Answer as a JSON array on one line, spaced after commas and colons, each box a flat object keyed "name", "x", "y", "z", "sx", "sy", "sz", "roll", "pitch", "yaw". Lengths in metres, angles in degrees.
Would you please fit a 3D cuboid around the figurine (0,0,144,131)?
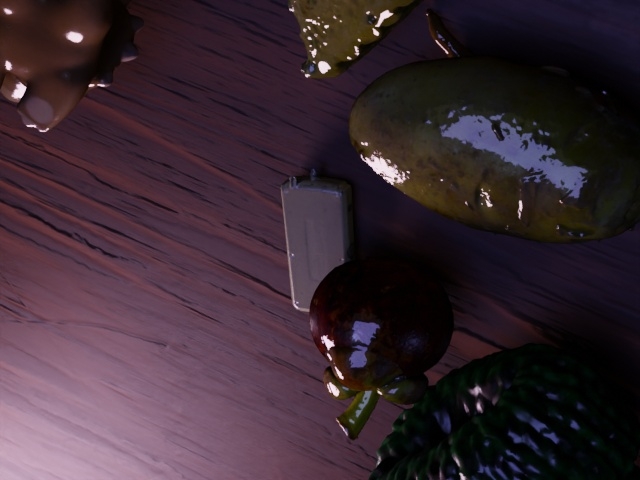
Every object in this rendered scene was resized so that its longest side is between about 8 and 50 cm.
[{"name": "figurine", "x": -0.269, "y": -0.240, "z": 1.402, "sx": 0.177, "sy": 0.173, "sz": 0.247, "roll": 17, "pitch": 135, "yaw": 6}]

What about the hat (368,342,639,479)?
[{"name": "hat", "x": 0.232, "y": 0.280, "z": 1.371, "sx": 0.332, "sy": 0.242, "sz": 0.274, "roll": 43, "pitch": 140, "yaw": -12}]

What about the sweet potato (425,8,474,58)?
[{"name": "sweet potato", "x": 0.136, "y": -0.176, "z": 1.327, "sx": 0.115, "sy": 0.026, "sz": 0.026, "roll": 46, "pitch": 123, "yaw": 0}]

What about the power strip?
[{"name": "power strip", "x": 0.000, "y": 0.000, "z": 1.466, "sx": 0.076, "sy": 0.028, "sz": 0.169, "roll": 7, "pitch": 116, "yaw": 23}]

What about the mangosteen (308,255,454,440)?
[{"name": "mangosteen", "x": 0.066, "y": 0.106, "z": 1.397, "sx": 0.145, "sy": 0.156, "sz": 0.181, "roll": -16, "pitch": 73, "yaw": 39}]

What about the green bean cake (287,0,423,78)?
[{"name": "green bean cake", "x": 0.006, "y": -0.294, "z": 1.260, "sx": 0.236, "sy": 0.124, "sz": 0.233, "roll": 52, "pitch": 145, "yaw": -3}]

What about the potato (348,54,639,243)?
[{"name": "potato", "x": 0.170, "y": -0.088, "z": 1.276, "sx": 0.298, "sy": 0.141, "sz": 0.176, "roll": 20, "pitch": 132, "yaw": 16}]
